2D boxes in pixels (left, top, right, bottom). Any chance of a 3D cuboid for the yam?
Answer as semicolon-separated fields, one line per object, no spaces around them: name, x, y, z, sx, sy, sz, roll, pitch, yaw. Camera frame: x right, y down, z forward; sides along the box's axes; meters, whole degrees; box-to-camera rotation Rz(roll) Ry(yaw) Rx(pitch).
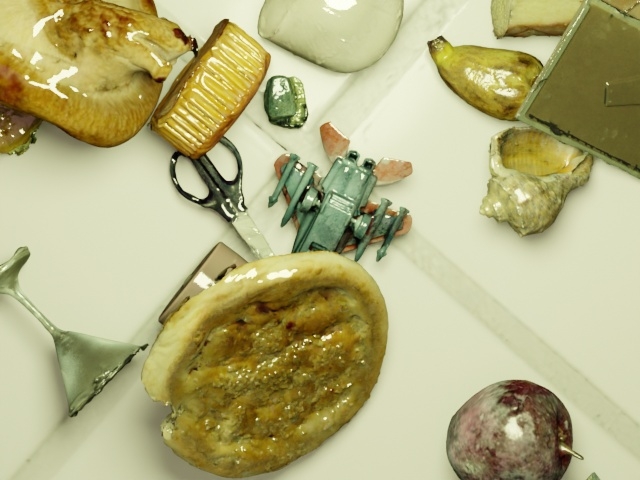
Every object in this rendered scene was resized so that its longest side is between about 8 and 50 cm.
yam;0.371;-0.357;1.857;0.238;0.129;0.128;2;67;-3

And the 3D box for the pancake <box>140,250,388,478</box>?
pancake;-0.074;0.186;1.836;0.382;0.071;0.382;-13;123;-20

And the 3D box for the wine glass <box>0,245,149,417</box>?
wine glass;-0.390;0.129;1.875;0.156;0.156;0.232;-44;91;3

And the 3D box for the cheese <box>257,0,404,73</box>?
cheese;0.027;-0.338;1.836;0.189;0.154;0.198;32;93;-9

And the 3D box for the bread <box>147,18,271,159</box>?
bread;-0.153;-0.211;1.829;0.104;0.199;0.199;36;93;-12

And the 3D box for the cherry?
cherry;0.275;0.295;1.878;0.195;0.195;0.195;0;95;-1

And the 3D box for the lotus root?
lotus root;0.242;-0.242;1.882;0.190;0.094;0.108;21;55;8

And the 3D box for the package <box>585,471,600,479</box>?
package;0.384;0.396;1.971;0.110;0.015;0.037;-32;100;3

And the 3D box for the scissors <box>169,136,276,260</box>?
scissors;-0.115;-0.027;1.882;0.109;0.022;0.300;-35;75;1

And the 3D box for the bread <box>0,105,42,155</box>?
bread;-0.469;-0.200;1.880;0.140;0.069;0.128;35;92;-4

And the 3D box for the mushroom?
mushroom;-0.347;-0.302;1.764;0.345;0.259;0.346;11;67;-27

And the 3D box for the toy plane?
toy plane;0.000;0.001;1.887;0.222;0.104;0.326;26;94;-4

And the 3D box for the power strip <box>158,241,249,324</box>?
power strip;-0.164;0.080;1.866;0.078;0.154;0.154;39;93;-5

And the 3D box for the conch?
conch;0.312;-0.096;1.872;0.207;0.130;0.155;-29;108;-13

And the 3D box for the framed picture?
framed picture;0.443;-0.209;1.851;0.281;0.019;0.209;23;109;-22

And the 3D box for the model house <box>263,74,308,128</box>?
model house;-0.050;-0.203;1.880;0.066;0.083;0.079;-5;94;-2
